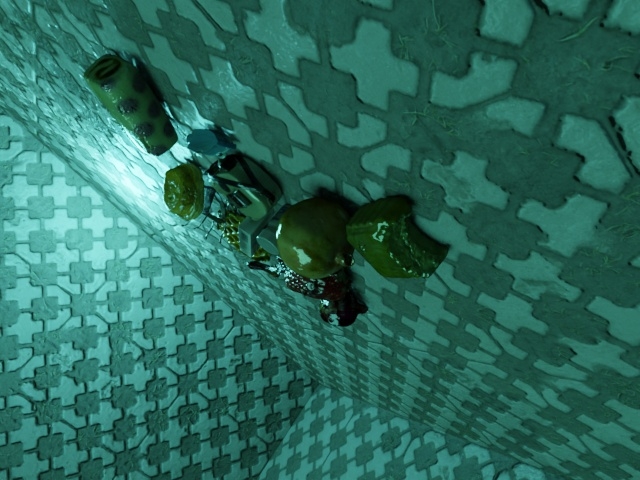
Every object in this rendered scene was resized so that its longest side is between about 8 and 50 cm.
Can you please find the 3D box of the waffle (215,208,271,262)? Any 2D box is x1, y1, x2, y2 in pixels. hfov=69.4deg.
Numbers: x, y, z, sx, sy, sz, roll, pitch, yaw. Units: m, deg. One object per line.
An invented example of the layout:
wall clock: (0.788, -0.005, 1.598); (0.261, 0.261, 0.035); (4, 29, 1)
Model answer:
waffle: (-0.359, -0.018, 2.139); (0.302, 0.068, 0.324); (28, 150, 15)

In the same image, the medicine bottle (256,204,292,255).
medicine bottle: (-0.142, -0.040, 1.664); (0.105, 0.168, 0.105); (30, 155, 15)

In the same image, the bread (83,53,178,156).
bread: (-0.647, -0.463, 1.605); (0.187, 0.155, 0.338); (32, 160, 32)

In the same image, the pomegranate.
pomegranate: (0.000, 0.000, 1.429); (0.270, 0.252, 0.228); (46, 148, 35)

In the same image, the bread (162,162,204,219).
bread: (-0.561, -0.201, 1.908); (0.198, 0.120, 0.235); (11, 102, 42)

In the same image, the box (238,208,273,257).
box: (-0.258, -0.041, 1.849); (0.067, 0.149, 0.233); (36, 157, 9)

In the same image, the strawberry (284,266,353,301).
strawberry: (-0.027, 0.154, 1.808); (0.281, 0.150, 0.253); (8, 142, 14)

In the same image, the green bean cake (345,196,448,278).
green bean cake: (0.208, 0.002, 1.305); (0.236, 0.124, 0.233); (46, 155, -19)

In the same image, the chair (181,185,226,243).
chair: (-0.485, -0.118, 2.015); (0.174, 0.213, 0.149); (11, 167, 45)

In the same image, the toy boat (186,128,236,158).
toy boat: (-0.361, -0.328, 1.571); (0.215, 0.088, 0.102); (15, -177, 40)

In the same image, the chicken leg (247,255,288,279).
chicken leg: (-0.179, 0.119, 2.050); (0.407, 0.095, 0.158); (-10, 129, 48)

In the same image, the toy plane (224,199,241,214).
toy plane: (-0.379, -0.154, 1.962); (0.049, 0.031, 0.120); (11, 149, 36)

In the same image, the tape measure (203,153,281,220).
tape measure: (-0.278, -0.196, 1.618); (0.271, 0.133, 0.231); (44, 156, -10)

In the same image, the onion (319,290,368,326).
onion: (0.107, 0.276, 1.967); (0.218, 0.139, 0.195); (2, -174, -17)
